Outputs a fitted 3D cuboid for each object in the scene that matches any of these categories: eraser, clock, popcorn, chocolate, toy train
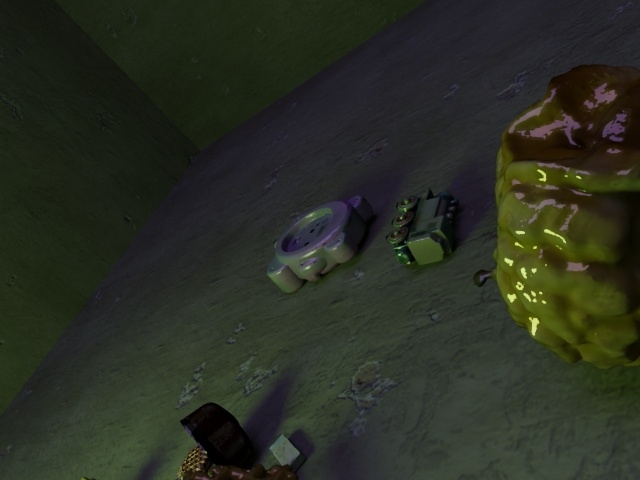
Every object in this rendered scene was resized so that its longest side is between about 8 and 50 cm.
[{"bbox_3d":[-0.056,0.354,1.087,0.038,0.019,0.083,-49,22,-10],"label":"eraser"},{"bbox_3d":[0.000,0.000,1.538,0.248,0.090,0.227,-21,31,39],"label":"clock"},{"bbox_3d":[0.363,-0.025,0.749,0.382,0.349,0.349,-3,39,21],"label":"popcorn"},{"bbox_3d":[-0.171,0.362,1.178,0.080,0.125,0.149,-41,57,-19],"label":"chocolate"},{"bbox_3d":[0.204,-0.029,1.269,0.125,0.080,0.194,-14,32,32],"label":"toy train"}]

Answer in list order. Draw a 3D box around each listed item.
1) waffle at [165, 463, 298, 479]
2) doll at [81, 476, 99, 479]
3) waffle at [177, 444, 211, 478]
[{"bbox_3d":[-0.115,0.396,0.881,0.245,0.254,0.052,-119,32,-59],"label":"waffle"},{"bbox_3d":[-0.511,0.633,1.233,0.363,0.145,0.199,-62,-12,-20],"label":"doll"},{"bbox_3d":[-0.240,0.429,1.250,0.075,0.029,0.083,-15,37,50],"label":"waffle"}]
